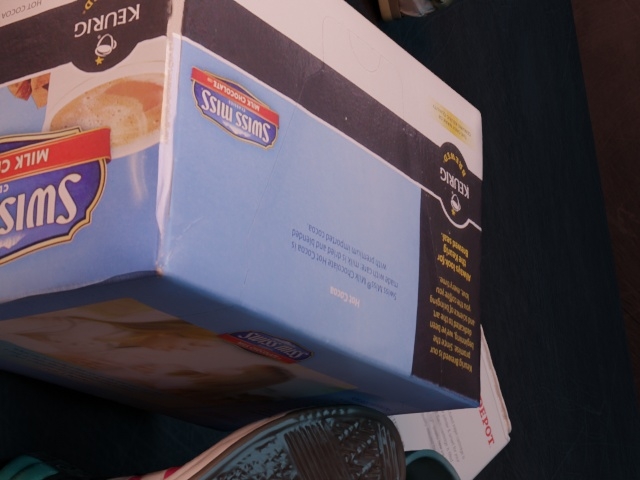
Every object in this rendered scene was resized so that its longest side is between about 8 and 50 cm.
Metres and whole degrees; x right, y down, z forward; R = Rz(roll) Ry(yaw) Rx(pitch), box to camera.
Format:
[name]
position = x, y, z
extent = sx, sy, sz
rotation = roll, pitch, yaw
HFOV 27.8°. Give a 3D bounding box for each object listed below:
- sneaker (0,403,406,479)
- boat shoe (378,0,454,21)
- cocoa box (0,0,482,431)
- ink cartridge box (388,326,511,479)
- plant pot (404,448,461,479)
[sneaker]
position = -0.102, 0.177, 0.800
extent = 0.296, 0.178, 0.123
rotation = -19, 101, -38
[boat shoe]
position = 0.106, -0.371, 1.510
extent = 0.302, 0.103, 0.113
rotation = 69, 15, -66
[cocoa box]
position = -0.071, -0.021, 0.819
extent = 0.347, 0.232, 0.227
rotation = 28, 58, -52
[ink cartridge box]
position = 0.075, 0.182, 1.240
extent = 0.218, 0.092, 0.158
rotation = -36, 119, -35
[plant pot]
position = -0.011, 0.302, 0.946
extent = 0.293, 0.196, 0.293
rotation = -4, 90, -67
